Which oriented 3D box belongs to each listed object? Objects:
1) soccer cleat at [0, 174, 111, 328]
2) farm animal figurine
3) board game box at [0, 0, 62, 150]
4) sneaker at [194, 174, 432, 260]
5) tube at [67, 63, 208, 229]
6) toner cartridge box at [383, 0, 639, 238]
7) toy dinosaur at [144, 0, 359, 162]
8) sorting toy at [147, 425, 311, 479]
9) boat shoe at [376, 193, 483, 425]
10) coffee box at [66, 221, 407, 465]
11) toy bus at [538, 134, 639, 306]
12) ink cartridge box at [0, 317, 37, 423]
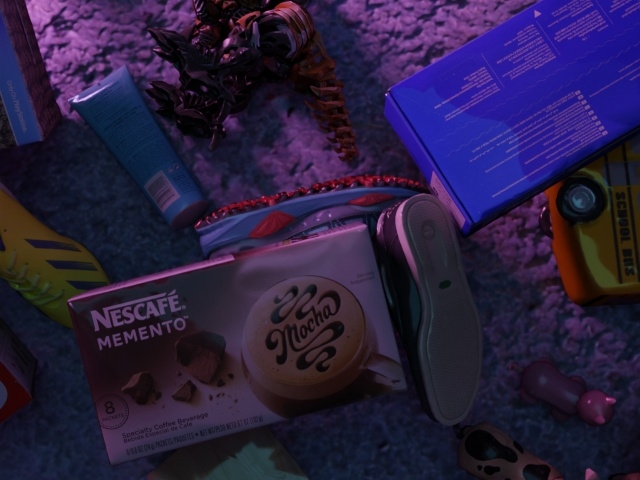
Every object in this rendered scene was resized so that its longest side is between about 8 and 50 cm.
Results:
[{"bbox_3d":[-0.322,0.010,0.995,0.093,0.121,0.289,-33,118,11],"label":"soccer cleat"},{"bbox_3d":[0.328,0.246,0.966,0.330,0.172,0.327,-23,79,-4],"label":"farm animal figurine"},{"bbox_3d":[-0.460,-0.196,1.033,0.291,0.141,0.232,-14,109,-2],"label":"board game box"},{"bbox_3d":[0.000,0.000,1.073,0.261,0.104,0.125,-13,100,-1],"label":"sneaker"},{"bbox_3d":[-0.206,-0.107,1.109,0.080,0.052,0.207,-33,75,-11],"label":"tube"},{"bbox_3d":[0.254,-0.162,0.986,0.347,0.075,0.165,-30,81,-4],"label":"toner cartridge box"},{"bbox_3d":[-0.076,-0.222,1.085,0.218,0.164,0.322,-37,58,-22],"label":"toy dinosaur"},{"bbox_3d":[-0.097,0.254,1.033,0.132,0.046,0.274,-40,81,-7],"label":"sorting toy"},{"bbox_3d":[0.108,0.072,0.989,0.084,0.079,0.233,-9,86,-33],"label":"boat shoe"},{"bbox_3d":[-0.081,0.097,0.964,0.297,0.119,0.168,-13,93,-2],"label":"coffee box"},{"bbox_3d":[0.309,-0.098,1.067,0.130,0.108,0.333,-4,79,0],"label":"toy bus"},{"bbox_3d":[-0.490,0.109,0.963,0.272,0.130,0.309,-37,108,-4],"label":"ink cartridge box"}]
